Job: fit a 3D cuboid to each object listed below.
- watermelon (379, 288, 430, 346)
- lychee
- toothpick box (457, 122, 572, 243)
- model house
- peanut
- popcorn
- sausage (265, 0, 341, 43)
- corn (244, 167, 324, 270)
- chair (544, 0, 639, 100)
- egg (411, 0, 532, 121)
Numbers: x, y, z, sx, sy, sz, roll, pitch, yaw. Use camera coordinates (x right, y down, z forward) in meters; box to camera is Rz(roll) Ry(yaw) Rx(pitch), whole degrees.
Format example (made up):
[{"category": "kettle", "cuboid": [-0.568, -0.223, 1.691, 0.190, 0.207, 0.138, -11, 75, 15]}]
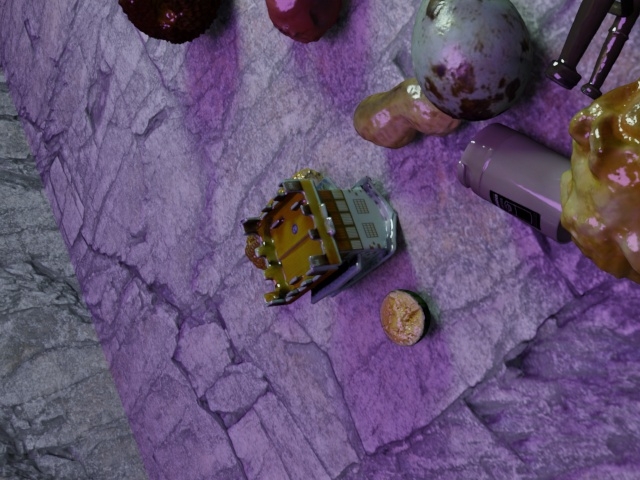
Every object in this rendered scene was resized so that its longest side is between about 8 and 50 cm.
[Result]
[{"category": "watermelon", "cuboid": [0.159, 0.138, 1.208, 0.105, 0.062, 0.106, 5, 98, 43]}, {"category": "lychee", "cuboid": [-0.347, -0.608, 1.543, 0.267, 0.267, 0.268, 14, 108, 49]}, {"category": "toothpick box", "cuboid": [0.299, -0.085, 0.952, 0.180, 0.111, 0.111, 39, 126, 37]}, {"category": "model house", "cuboid": [0.000, 0.000, 1.253, 0.224, 0.215, 0.199, -41, 63, 46]}, {"category": "peanut", "cuboid": [0.146, -0.216, 1.127, 0.103, 0.098, 0.229, 46, 151, -25]}, {"category": "popcorn", "cuboid": [0.402, -0.081, 0.744, 0.286, 0.252, 0.215, -49, 16, 24]}, {"category": "sausage", "cuboid": [-0.029, -0.512, 1.236, 0.152, 0.152, 0.280, 22, 115, 47]}, {"category": "corn", "cuboid": [-0.086, -0.038, 1.444, 0.102, 0.101, 0.310, 59, 138, 24]}, {"category": "chair", "cuboid": [0.233, -0.412, 0.641, 0.361, 0.364, 0.410, 38, 114, 15]}, {"category": "egg", "cuboid": [0.215, -0.284, 0.969, 0.169, 0.169, 0.231, -31, 65, 49]}]
